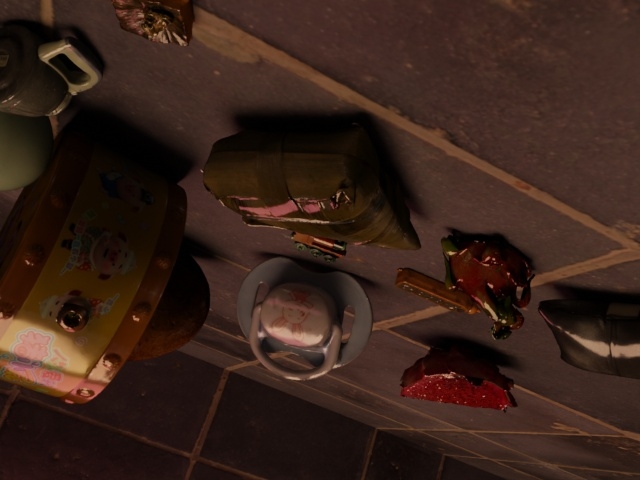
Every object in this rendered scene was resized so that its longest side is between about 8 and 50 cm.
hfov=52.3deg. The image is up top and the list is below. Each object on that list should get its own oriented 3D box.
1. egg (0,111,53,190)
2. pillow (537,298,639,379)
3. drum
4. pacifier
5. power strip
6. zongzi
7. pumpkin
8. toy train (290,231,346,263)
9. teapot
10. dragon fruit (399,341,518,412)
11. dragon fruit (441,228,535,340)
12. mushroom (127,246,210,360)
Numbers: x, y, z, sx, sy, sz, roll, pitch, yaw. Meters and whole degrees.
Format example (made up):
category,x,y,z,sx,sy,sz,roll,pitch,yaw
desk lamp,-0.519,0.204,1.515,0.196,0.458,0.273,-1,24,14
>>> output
category,x,y,z,sx,sy,sz,roll,pitch,yaw
egg,-0.491,-0.174,0.937,0.231,0.168,0.168,46,155,-4
pillow,0.483,0.157,1.017,0.250,0.106,0.186,1,145,36
drum,-0.412,0.042,1.074,0.214,0.431,0.431,29,157,-28
pacifier,-0.025,0.158,1.363,0.287,0.238,0.226,11,-174,16
power strip,0.218,0.098,1.205,0.178,0.028,0.049,23,158,-11
zongzi,-0.007,-0.052,0.909,0.251,0.125,0.274,6,161,28
pumpkin,-0.174,-0.239,0.683,0.083,0.054,0.074,14,163,0
toy train,0.000,0.000,1.137,0.103,0.044,0.064,21,148,-4
teapot,-0.369,-0.224,0.859,0.111,0.149,0.108,52,-171,23
dragon fruit,0.323,0.294,1.485,0.274,0.126,0.161,8,148,4
dragon fruit,0.263,0.063,0.992,0.142,0.175,0.138,-13,167,-1
mushroom,-0.422,0.108,1.412,0.345,0.345,0.239,8,124,28
